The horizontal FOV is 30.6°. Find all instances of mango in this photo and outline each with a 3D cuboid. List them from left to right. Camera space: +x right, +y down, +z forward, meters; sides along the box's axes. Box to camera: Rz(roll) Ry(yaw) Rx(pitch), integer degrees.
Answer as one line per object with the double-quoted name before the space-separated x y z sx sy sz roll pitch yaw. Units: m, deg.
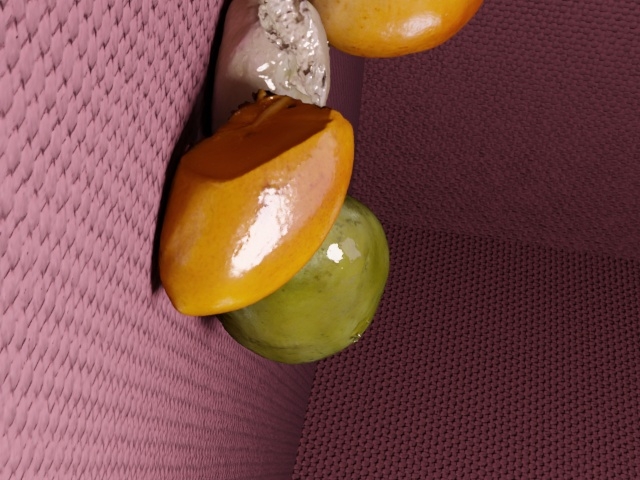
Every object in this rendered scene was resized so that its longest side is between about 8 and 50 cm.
"mango" -0.062 -0.034 1.104 0.252 0.126 0.154 -56 139 -21

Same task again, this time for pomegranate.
"pomegranate" 0.078 -0.343 1.346 0.264 0.264 0.264 9 90 -86

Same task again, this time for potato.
"potato" -0.029 0.031 1.335 0.304 0.216 0.215 70 28 -65

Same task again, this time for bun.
"bun" -0.048 -0.170 1.276 0.237 0.116 0.209 78 20 -80
